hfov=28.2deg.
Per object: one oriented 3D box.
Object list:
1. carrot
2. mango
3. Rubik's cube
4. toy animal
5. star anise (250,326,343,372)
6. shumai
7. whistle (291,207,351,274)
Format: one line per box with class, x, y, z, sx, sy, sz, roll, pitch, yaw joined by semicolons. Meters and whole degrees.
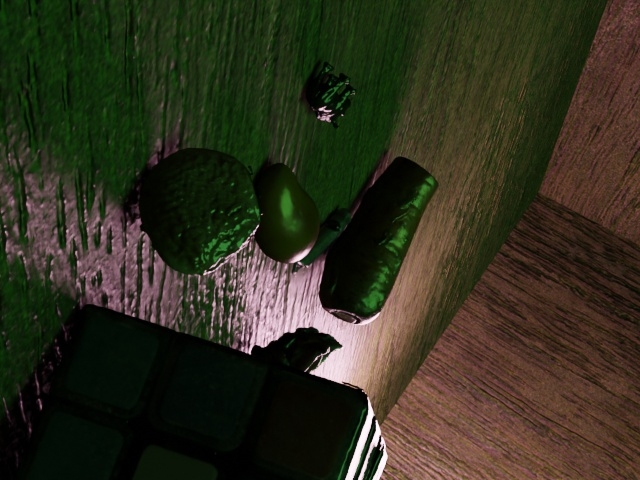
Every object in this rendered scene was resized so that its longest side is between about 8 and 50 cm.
carrot;0.100;0.004;2.259;0.302;0.138;0.139;-58;165;-13
mango;-0.050;-0.033;1.772;0.102;0.085;0.184;-55;159;-22
Rubik's cube;-0.147;0.310;1.485;0.359;0.362;0.363;83;30;-73
toy animal;0.014;-0.195;1.756;0.065;0.047;0.135;-55;167;-1
star anise;-0.083;0.218;2.101;0.223;0.109;0.236;-47;167;8
shumai;-0.141;-0.029;1.417;0.145;0.145;0.116;-55;-177;-20
whistle;0.000;0.000;2.106;0.176;0.033;0.033;-47;160;-45
